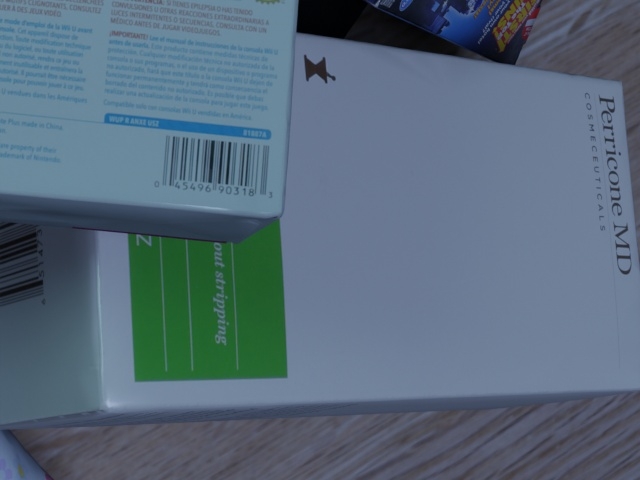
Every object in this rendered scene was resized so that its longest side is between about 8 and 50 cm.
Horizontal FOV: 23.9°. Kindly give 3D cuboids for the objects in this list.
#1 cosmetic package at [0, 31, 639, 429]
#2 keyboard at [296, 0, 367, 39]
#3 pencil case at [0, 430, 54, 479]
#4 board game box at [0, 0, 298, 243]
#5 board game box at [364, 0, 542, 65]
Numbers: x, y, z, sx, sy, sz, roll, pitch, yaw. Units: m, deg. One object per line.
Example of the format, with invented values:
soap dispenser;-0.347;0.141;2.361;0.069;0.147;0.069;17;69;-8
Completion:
cosmetic package;0.000;0.000;0.834;0.365;0.155;0.197;1;80;-37
keyboard;0.034;-0.240;0.807;0.317;0.033;0.201;-56;154;2
pencil case;-0.225;0.134;0.811;0.124;0.113;0.273;-57;135;-33
board game box;-0.122;-0.162;0.631;0.224;0.097;0.304;6;83;-12
board game box;0.096;-0.186;0.872;0.194;0.060;0.194;-54;155;-1
